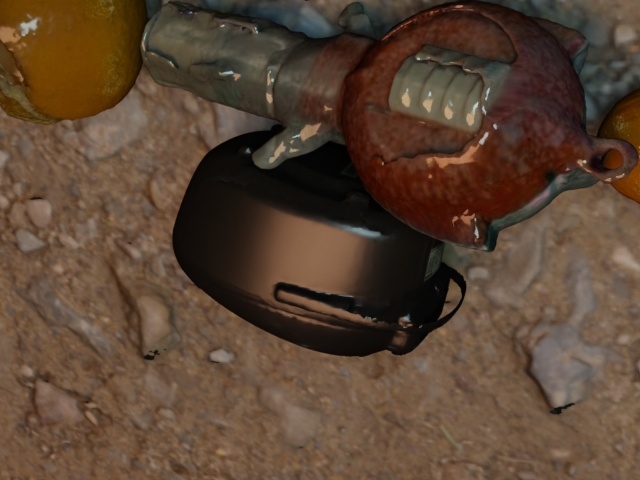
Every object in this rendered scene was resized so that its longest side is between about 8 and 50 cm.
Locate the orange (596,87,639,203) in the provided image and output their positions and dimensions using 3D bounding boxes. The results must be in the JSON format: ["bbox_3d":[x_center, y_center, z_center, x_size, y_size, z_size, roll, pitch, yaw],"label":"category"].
[{"bbox_3d":[0.207,-0.056,0.885,0.083,0.070,0.083,-4,140,-4],"label":"orange"}]

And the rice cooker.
[{"bbox_3d":[0.001,0.001,0.995,0.203,0.142,0.118,20,115,12],"label":"rice cooker"}]

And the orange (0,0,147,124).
[{"bbox_3d":[-0.197,-0.149,1.011,0.156,0.134,0.157,10,112,27],"label":"orange"}]

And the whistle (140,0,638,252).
[{"bbox_3d":[0.036,-0.089,0.917,0.346,0.133,0.142,19,97,30],"label":"whistle"}]
